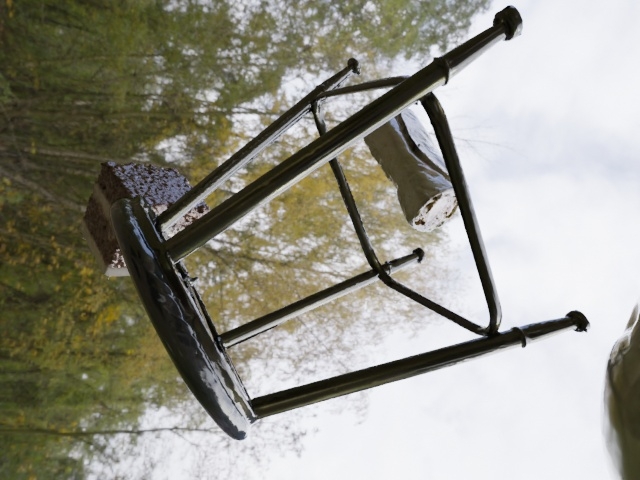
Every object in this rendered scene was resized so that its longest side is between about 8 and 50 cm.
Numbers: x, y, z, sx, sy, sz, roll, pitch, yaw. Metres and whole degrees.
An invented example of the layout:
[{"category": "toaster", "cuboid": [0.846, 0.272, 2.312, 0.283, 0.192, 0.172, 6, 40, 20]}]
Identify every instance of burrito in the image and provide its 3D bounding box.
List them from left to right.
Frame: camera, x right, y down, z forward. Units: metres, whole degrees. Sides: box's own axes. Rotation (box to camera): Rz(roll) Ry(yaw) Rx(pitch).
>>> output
[{"category": "burrito", "cuboid": [0.162, -0.131, 0.907, 0.105, 0.143, 0.299, -47, -137, 28]}]

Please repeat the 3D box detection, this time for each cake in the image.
[{"category": "cake", "cuboid": [-0.267, -0.027, 0.769, 0.134, 0.135, 0.147, 44, -65, 34]}]

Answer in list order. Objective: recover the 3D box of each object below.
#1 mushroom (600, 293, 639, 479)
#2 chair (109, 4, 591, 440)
[{"category": "mushroom", "cuboid": [0.331, 0.148, 0.280, 0.315, 0.315, 0.355, 1, -62, 61]}, {"category": "chair", "cuboid": [0.000, 0.000, 0.630, 0.361, 0.410, 0.365, 68, -14, -19]}]
